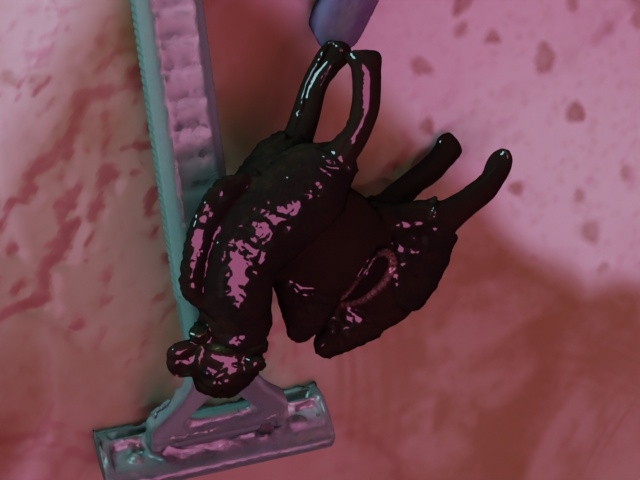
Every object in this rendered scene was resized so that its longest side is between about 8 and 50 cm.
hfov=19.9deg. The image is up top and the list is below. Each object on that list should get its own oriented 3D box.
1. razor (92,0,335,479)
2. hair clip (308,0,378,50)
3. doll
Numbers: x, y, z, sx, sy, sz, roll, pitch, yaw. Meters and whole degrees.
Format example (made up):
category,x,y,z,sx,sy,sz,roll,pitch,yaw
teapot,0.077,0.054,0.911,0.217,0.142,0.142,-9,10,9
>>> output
category,x,y,z,sx,sy,sz,roll,pitch,yaw
razor,-0.057,-0.019,0.796,0.111,0.056,0.278,-11,114,-14
hair clip,0.056,-0.206,0.743,0.137,0.090,0.278,29,98,-22
doll,0.000,0.000,0.786,0.139,0.057,0.165,37,81,-47
